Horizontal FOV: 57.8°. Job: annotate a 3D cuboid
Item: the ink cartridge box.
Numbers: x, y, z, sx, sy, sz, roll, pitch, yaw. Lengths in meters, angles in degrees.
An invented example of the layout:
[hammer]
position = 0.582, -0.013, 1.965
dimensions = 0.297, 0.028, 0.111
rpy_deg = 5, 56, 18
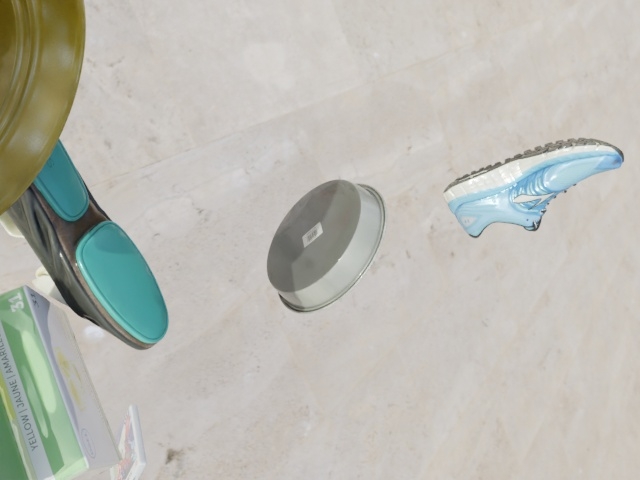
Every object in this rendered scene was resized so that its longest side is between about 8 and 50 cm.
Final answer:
[ink cartridge box]
position = -0.244, 0.120, 0.479
dimensions = 0.056, 0.235, 0.171
rpy_deg = -24, 76, -14

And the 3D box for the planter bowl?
[planter bowl]
position = -0.254, -0.116, 0.387
dimensions = 0.090, 0.217, 0.217
rpy_deg = 23, 59, -2

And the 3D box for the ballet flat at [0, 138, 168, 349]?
[ballet flat]
position = -0.254, -0.006, 0.576
dimensions = 0.281, 0.096, 0.095
rpy_deg = 65, 25, -18

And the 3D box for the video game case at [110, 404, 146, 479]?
[video game case]
position = -0.514, 0.571, 1.530
dimensions = 0.023, 0.201, 0.184
rpy_deg = 17, 112, -32

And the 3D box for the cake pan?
[cake pan]
position = 0.000, 0.000, 1.132
dimensions = 0.054, 0.293, 0.293
rpy_deg = 36, 57, -33

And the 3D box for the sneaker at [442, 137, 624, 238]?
[sneaker]
position = 0.204, -0.048, 0.554
dimensions = 0.073, 0.162, 0.063
rpy_deg = 67, 23, -7
